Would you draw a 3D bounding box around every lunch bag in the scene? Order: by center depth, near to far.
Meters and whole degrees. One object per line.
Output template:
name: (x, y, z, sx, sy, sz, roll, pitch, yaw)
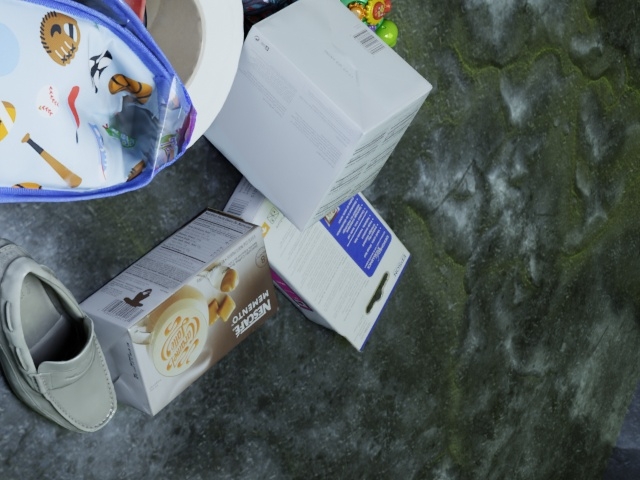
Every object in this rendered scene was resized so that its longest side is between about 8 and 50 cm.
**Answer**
lunch bag: (-0.350, -0.159, 1.442, 0.385, 0.328, 0.238, 7, 98, -52)

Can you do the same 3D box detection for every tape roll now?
tape roll: (-0.217, -0.232, 1.778, 0.286, 0.100, 0.286, -27, 126, -45)

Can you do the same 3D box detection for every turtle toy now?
turtle toy: (0.063, -0.312, 2.143, 0.095, 0.066, 0.130, -60, 143, -17)

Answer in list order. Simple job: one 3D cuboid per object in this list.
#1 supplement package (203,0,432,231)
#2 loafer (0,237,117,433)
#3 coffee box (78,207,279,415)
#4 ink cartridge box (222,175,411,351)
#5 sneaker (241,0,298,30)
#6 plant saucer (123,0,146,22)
supplement package: (-0.007, -0.163, 1.941, 0.149, 0.194, 0.203, -35, 165, -41)
loafer: (-0.310, 0.124, 1.795, 0.112, 0.111, 0.319, -54, 141, -23)
coffee box: (-0.176, 0.086, 1.969, 0.246, 0.098, 0.141, -39, 133, -37)
ink cartridge box: (0.000, 0.000, 2.196, 0.175, 0.069, 0.371, -61, 141, -16)
sneaker: (-0.062, -0.317, 1.944, 0.262, 0.104, 0.125, 12, 97, -54)
plant saucer: (-0.269, -0.344, 1.558, 0.259, 0.048, 0.258, 41, 40, -41)
